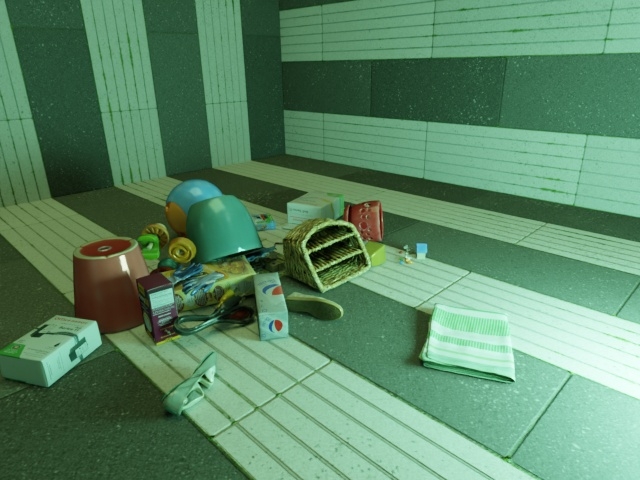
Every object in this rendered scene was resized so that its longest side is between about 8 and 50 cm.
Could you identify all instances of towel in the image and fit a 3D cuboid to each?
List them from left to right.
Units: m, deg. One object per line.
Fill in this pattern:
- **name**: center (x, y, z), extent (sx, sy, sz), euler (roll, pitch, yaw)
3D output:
- **towel**: center (0.434, 0.286, 1.340), extent (0.247, 0.038, 0.325), euler (7, 22, 18)

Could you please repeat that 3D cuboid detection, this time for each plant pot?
- **plant pot**: center (-0.688, 0.132, 1.505), extent (0.274, 0.243, 0.275), euler (-2, 21, 1)
- **plant pot**: center (-0.398, -0.045, 1.811), extent (0.292, 0.235, 0.293), euler (-15, -1, 0)
- **plant pot**: center (0.199, -0.088, 2.114), extent (0.174, 0.191, 0.191), euler (-1, 20, 15)
- **plant pot**: center (0.213, 0.062, 1.875), extent (0.081, 0.082, 0.083), euler (15, 35, 35)

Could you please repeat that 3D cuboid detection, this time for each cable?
- **cable**: center (-0.323, 0.249, 1.437), extent (0.139, 0.072, 0.287), euler (46, 45, 14)

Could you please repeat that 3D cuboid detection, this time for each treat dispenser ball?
- **treat dispenser ball**: center (-0.585, -0.145, 2.153), extent (0.288, 0.288, 0.288), euler (-1, 21, 0)

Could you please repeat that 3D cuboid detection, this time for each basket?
- **basket**: center (0.032, 0.034, 1.764), extent (0.299, 0.214, 0.223), euler (-19, 27, -39)

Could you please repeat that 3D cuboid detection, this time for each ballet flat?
- **ballet flat**: center (-0.312, 0.365, 1.155), extent (0.068, 0.072, 0.213), euler (33, 31, 9)

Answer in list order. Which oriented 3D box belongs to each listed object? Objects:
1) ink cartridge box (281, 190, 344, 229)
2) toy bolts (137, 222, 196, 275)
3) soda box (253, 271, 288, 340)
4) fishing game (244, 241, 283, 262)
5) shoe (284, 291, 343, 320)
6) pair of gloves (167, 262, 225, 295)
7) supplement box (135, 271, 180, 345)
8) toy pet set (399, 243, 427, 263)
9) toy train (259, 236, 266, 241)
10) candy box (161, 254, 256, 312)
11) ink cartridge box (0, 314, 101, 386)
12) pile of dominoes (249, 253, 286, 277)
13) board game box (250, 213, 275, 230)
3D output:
- **ink cartridge box**: center (-0.038, -0.157, 2.390), extent (0.207, 0.119, 0.353), euler (10, 23, 25)
- **toy bolts**: center (-0.567, 0.046, 1.742), extent (0.218, 0.229, 0.158), euler (2, 29, 0)
- **soda box**: center (-0.167, 0.207, 1.489), extent (0.091, 0.098, 0.286), euler (-5, 21, -10)
- **fishing game**: center (-0.260, 0.066, 1.866), extent (0.264, 0.041, 0.189), euler (-24, 10, -26)
- **shoe**: center (-0.020, 0.209, 1.504), extent (0.218, 0.077, 0.058), euler (8, 28, 27)
- **pair of gloves**: center (-0.436, 0.130, 1.557), extent (0.198, 0.023, 0.159), euler (15, 29, 31)
- **supplement box**: center (-0.490, 0.205, 1.379), extent (0.080, 0.188, 0.104), euler (-17, 27, -35)
- **toy pet set**: center (0.390, 0.046, 1.923), extent (0.114, 0.065, 0.122), euler (2, 22, 7)
- **toy train**: center (-0.356, -0.044, 2.079), extent (0.248, 0.144, 0.105), euler (-18, 28, -37)
- **candy box**: center (-0.402, 0.152, 1.639), extent (0.316, 0.088, 0.183), euler (-12, 24, -21)
- **ink cartridge box**: center (-0.753, 0.303, 1.280), extent (0.152, 0.087, 0.208), euler (5, 21, 13)
- **pile of dominoes**: center (-0.242, 0.111, 1.819), extent (0.251, 0.040, 0.196), euler (-19, 28, -40)
- **board game box**: center (-0.350, -0.090, 2.344), extent (0.211, 0.039, 0.160), euler (-8, 23, -14)
